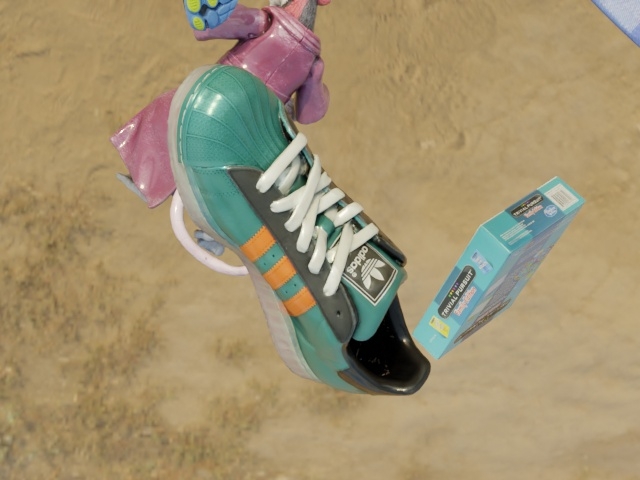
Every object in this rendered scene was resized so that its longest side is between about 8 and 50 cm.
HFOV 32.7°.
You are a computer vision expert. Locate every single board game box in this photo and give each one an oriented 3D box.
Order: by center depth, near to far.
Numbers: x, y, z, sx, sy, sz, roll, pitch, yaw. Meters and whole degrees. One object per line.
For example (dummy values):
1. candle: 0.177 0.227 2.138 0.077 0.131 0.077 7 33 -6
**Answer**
1. board game box: 0.337 0.055 2.093 0.254 0.079 0.336 -29 156 -39

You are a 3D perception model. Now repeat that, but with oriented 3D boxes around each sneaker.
1. sneaker: 0.000 0.000 0.794 0.121 0.108 0.302 12 142 40
2. sneaker: -0.132 -0.329 1.218 0.067 0.078 0.188 -12 114 -15

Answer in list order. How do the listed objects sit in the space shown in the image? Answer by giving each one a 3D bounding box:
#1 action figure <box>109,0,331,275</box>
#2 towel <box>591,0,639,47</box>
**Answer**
1. action figure: -0.105 -0.185 1.341 0.248 0.276 0.370 32 100 -22
2. towel: 0.344 -0.228 0.802 0.209 0.034 0.285 47 130 10
